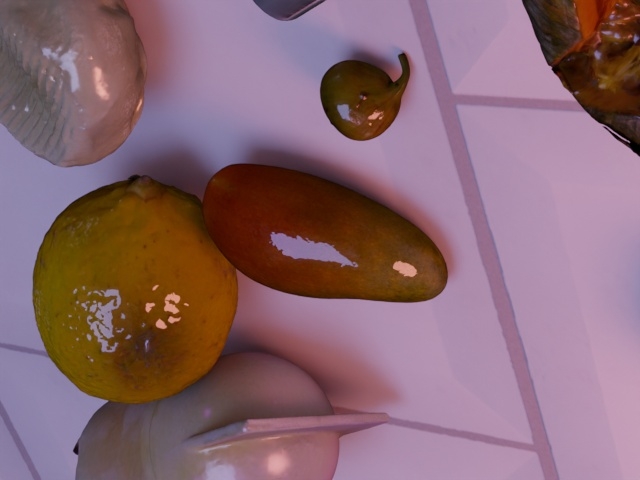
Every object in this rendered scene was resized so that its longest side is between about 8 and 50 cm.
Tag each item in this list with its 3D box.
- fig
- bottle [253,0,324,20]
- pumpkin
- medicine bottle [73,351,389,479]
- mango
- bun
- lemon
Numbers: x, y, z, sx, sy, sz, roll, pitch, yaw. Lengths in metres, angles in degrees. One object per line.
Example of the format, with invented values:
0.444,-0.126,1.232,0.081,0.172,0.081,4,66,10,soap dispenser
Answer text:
0.051,-0.147,1.676,0.098,0.082,0.084,-9,86,26,fig
0.038,-0.295,1.531,0.082,0.082,0.286,51,140,-13,bottle
0.304,-0.198,1.298,0.320,0.192,0.320,27,153,15,pumpkin
-0.119,0.268,2.077,0.235,0.235,0.406,51,141,-13,medicine bottle
-0.002,-0.005,1.813,0.289,0.129,0.146,11,132,20,mango
-0.284,-0.215,1.814,0.259,0.160,0.259,38,149,29,bun
-0.225,0.057,1.951,0.254,0.253,0.310,21,128,23,lemon
